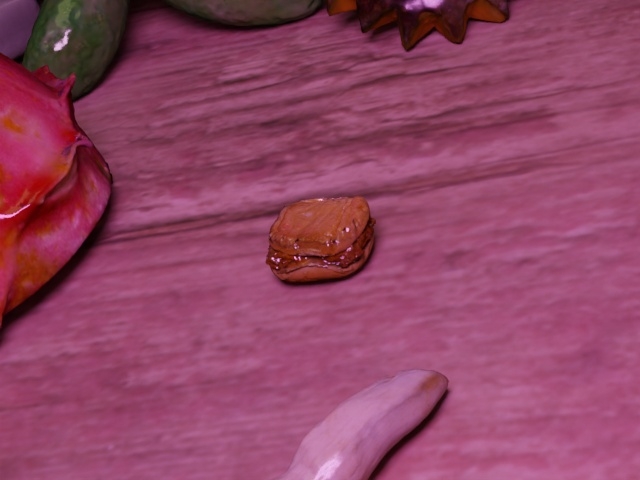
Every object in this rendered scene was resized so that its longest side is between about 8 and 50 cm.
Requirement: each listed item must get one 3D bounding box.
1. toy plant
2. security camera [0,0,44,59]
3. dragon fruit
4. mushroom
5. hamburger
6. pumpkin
[{"bbox_3d":[-0.199,-0.337,1.519,0.317,0.210,0.356,-21,55,-5],"label":"toy plant"},{"bbox_3d":[-0.354,-0.256,1.633,0.157,0.080,0.301,-2,26,26],"label":"security camera"},{"bbox_3d":[-0.375,-0.062,1.212,0.371,0.249,0.386,-33,33,-13],"label":"dragon fruit"},{"bbox_3d":[0.005,0.133,0.889,0.202,0.054,0.059,-35,34,-32],"label":"mushroom"},{"bbox_3d":[0.000,0.000,1.093,0.083,0.044,0.076,1,35,24],"label":"hamburger"},{"bbox_3d":[0.062,-0.285,1.351,0.254,0.149,0.130,24,54,26],"label":"pumpkin"}]
